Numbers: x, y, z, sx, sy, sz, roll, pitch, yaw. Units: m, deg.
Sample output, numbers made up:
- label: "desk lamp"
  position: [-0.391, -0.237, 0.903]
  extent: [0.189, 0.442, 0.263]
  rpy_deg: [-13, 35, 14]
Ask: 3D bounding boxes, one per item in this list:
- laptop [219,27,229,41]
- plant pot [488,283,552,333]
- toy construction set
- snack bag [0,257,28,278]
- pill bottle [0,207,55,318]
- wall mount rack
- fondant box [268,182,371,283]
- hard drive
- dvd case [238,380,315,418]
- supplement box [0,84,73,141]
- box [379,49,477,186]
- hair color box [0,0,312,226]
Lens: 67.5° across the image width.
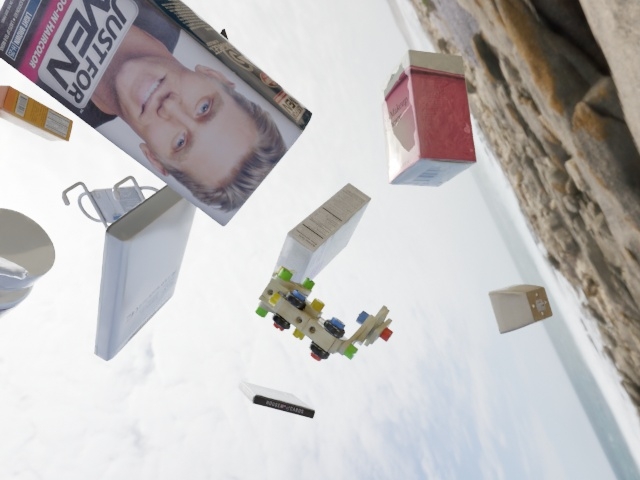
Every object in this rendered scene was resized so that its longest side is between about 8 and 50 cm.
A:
- label: "laptop"
  position: [-0.373, -0.467, 1.421]
  extent: [0.234, 0.265, 0.136]
  rpy_deg: [82, 172, -69]
- label: "plant pot"
  position: [0.497, 0.161, 1.174]
  extent: [0.109, 0.096, 0.109]
  rpy_deg: [-9, -100, -31]
- label: "toy construction set"
  position: [-0.004, 0.171, 1.076]
  extent: [0.151, 0.328, 0.215]
  rpy_deg: [-70, -18, -2]
- label: "snack bag"
  position: [-0.560, -0.037, 0.576]
  extent: [0.342, 0.323, 0.037]
  rpy_deg: [119, 172, -77]
- label: "pill bottle"
  position: [-0.842, 0.104, 1.137]
  extent: [0.224, 0.392, 0.224]
  rpy_deg: [51, -163, -22]
- label: "wall mount rack"
  position: [-0.603, -0.038, 1.433]
  extent: [0.130, 0.350, 0.304]
  rpy_deg: [-61, -39, -51]
- label: "fondant box"
  position: [0.000, 0.000, 1.439]
  extent: [0.096, 0.238, 0.330]
  rpy_deg: [37, -134, 12]
- label: "hard drive"
  position: [-0.340, 0.054, 0.939]
  extent: [0.047, 0.353, 0.233]
  rpy_deg: [30, -140, 3]
- label: "dvd case"
  position: [-0.134, 0.460, 1.393]
  extent: [0.179, 0.239, 0.029]
  rpy_deg: [20, -102, -15]
- label: "supplement box"
  position: [-0.845, -0.365, 1.400]
  extent: [0.233, 0.078, 0.080]
  rpy_deg: [40, -123, -70]
- label: "box"
  position: [0.213, -0.242, 0.977]
  extent: [0.148, 0.127, 0.232]
  rpy_deg: [141, 127, -68]
- label: "hair color box"
  position: [-0.199, -0.197, 0.599]
  extent: [0.347, 0.174, 0.105]
  rpy_deg: [38, -156, -12]
